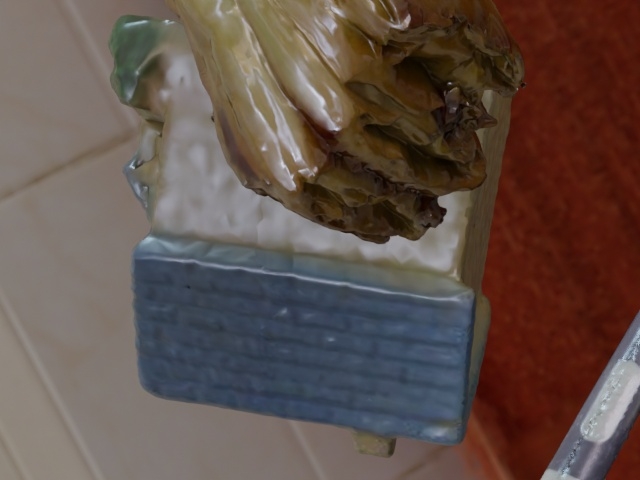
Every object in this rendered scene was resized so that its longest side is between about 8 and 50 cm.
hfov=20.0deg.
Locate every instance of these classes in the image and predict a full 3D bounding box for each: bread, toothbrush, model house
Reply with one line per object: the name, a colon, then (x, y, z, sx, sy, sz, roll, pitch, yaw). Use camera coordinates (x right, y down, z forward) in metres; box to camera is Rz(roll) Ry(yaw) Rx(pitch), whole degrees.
bread: (0.013, -0.174, 1.172, 0.167, 0.324, 0.277, -24, -15, 18)
toothbrush: (0.147, -0.001, 0.691, 0.024, 0.026, 0.288, 19, 66, 34)
model house: (0.000, 0.000, 1.618, 0.334, 0.343, 0.382, 8, 3, 12)
